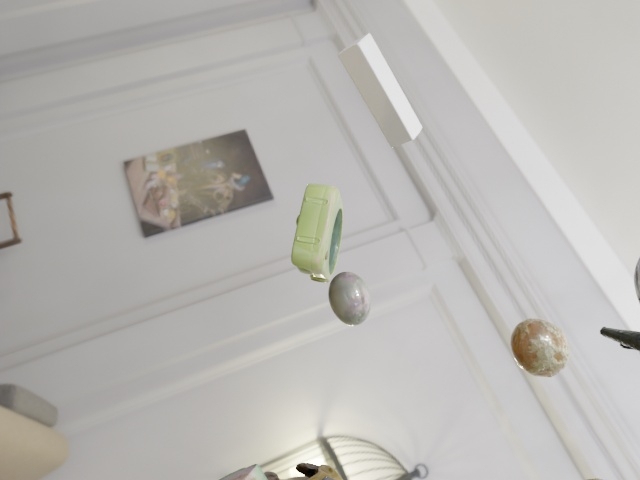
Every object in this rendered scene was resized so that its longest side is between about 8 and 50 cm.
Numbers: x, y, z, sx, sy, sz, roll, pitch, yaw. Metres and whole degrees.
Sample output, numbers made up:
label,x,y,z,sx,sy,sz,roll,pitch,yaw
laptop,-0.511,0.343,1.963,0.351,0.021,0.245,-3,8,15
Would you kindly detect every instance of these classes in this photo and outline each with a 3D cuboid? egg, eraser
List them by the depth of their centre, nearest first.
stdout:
label,x,y,z,sx,sy,sz,roll,pitch,yaw
egg,0.072,0.143,1.334,0.103,0.103,0.135,124,-50,-73
eraser,0.165,-0.403,1.479,0.078,0.076,0.298,-14,-62,45
egg,0.753,0.367,1.873,0.233,0.195,0.195,43,-4,-20

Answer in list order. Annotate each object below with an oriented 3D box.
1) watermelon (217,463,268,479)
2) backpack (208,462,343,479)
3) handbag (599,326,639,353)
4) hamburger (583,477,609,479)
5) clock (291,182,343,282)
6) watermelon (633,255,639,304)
label,x,y,z,sx,sy,sz,roll,pitch,yaw
watermelon,-0.216,0.615,0.967,0.292,0.319,0.222,-40,-89,31
backpack,-0.103,0.635,1.253,0.378,0.353,0.201,126,-44,-52
handbag,0.869,0.284,1.393,0.089,0.270,0.175,-68,-161,-2
hamburger,0.626,0.666,1.225,0.237,0.148,0.237,-9,-102,43
clock,0.000,0.000,1.504,0.308,0.096,0.235,70,29,-69
watermelon,0.765,0.090,1.051,0.285,0.284,0.286,161,-90,-76
